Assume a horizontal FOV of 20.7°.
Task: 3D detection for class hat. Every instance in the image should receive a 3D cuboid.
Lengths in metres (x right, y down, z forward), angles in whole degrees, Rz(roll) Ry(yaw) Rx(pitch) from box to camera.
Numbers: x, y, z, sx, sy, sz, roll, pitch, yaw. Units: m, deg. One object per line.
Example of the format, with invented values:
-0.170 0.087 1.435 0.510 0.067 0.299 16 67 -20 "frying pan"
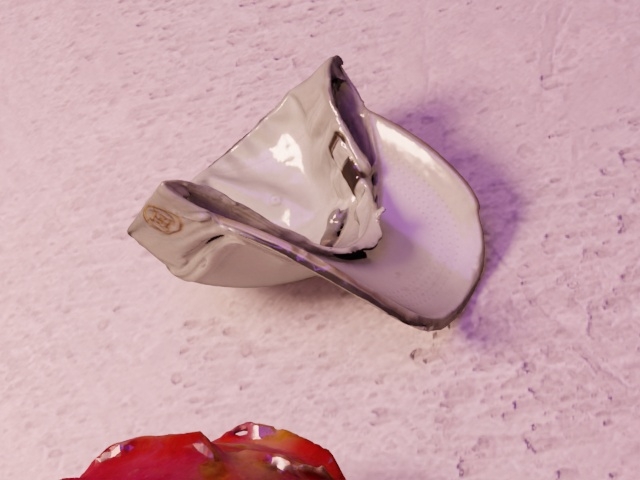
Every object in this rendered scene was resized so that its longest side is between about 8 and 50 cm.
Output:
-0.002 -0.007 1.574 0.301 0.168 0.258 34 48 17 "hat"

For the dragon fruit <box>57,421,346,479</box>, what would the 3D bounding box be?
-0.107 0.289 1.286 0.386 0.249 0.371 -31 50 0 "dragon fruit"
